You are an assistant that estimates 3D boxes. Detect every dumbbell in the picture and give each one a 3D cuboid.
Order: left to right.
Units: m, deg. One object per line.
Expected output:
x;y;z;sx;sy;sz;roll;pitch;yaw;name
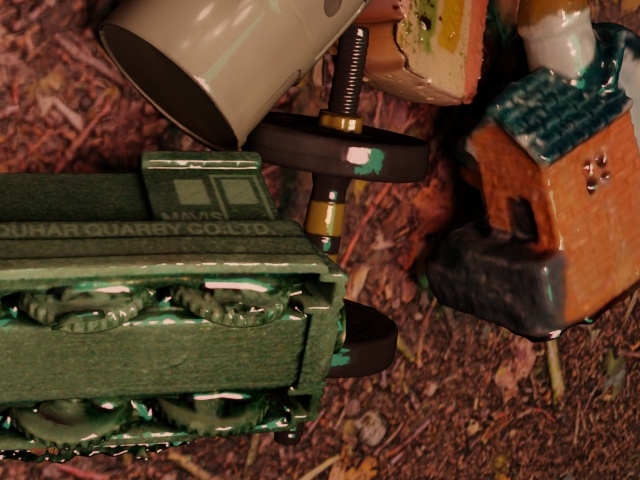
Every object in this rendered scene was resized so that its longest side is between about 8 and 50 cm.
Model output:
0.000;0.000;0.840;0.143;0.143;0.326;0;104;-39;dumbbell

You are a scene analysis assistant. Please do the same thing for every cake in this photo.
0.077;-0.222;0.901;0.109;0.090;0.226;19;73;-39;cake

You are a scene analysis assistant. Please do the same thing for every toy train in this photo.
-0.150;0.033;0.672;0.330;0.178;0.139;0;125;-17;toy train

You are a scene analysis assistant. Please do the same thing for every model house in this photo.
0.196;-0.102;0.941;0.253;0.184;0.291;-30;120;-28;model house

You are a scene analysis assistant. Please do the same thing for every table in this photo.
-0.035;-0.181;0.766;0.220;0.126;0.126;-49;129;-14;table
